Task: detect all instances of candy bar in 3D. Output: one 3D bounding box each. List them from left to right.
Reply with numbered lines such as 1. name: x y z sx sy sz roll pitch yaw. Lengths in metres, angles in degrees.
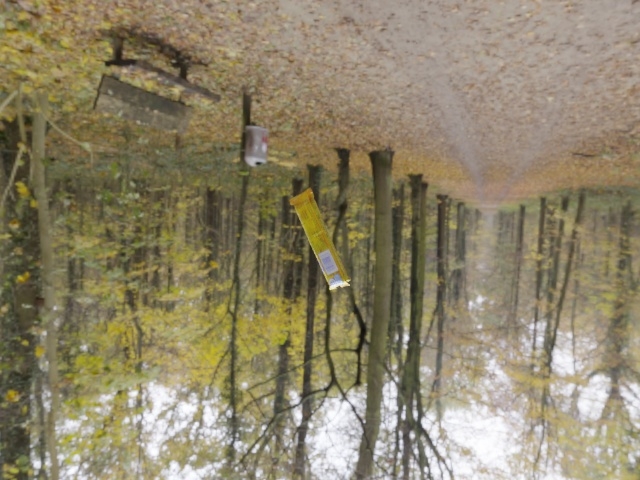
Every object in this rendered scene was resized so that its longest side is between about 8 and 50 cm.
1. candy bar: 0.000 0.000 0.755 0.040 0.161 0.018 -25 176 15
